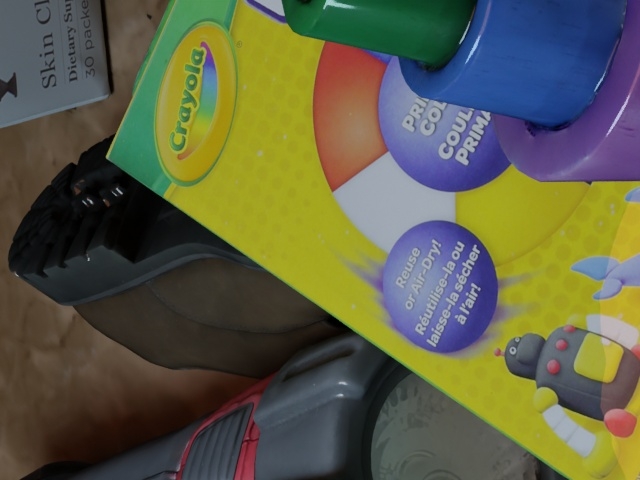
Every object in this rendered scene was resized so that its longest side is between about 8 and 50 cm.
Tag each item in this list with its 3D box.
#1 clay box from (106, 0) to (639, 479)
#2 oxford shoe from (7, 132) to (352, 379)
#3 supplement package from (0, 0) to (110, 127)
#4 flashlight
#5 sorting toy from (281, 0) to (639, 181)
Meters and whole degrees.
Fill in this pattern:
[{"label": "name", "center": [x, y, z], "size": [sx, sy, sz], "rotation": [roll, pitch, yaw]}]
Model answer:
[{"label": "clay box", "center": [0.037, -0.037, 0.480], "size": [0.222, 0.053, 0.127], "rotation": [33, 107, 27]}, {"label": "oxford shoe", "center": [0.000, 0.000, 0.613], "size": [0.227, 0.083, 0.096], "rotation": [-8, 135, 50]}, {"label": "supplement package", "center": [-0.207, -0.171, 0.682], "size": [0.204, 0.145, 0.262], "rotation": [9, 112, 39]}, {"label": "flashlight", "center": [-0.032, 0.103, 0.639], "size": [0.304, 0.103, 0.103], "rotation": [-31, 83, 56]}, {"label": "sorting toy", "center": [0.044, -0.197, 0.375], "size": [0.127, 0.126, 0.365], "rotation": [-179, 98, -67]}]
